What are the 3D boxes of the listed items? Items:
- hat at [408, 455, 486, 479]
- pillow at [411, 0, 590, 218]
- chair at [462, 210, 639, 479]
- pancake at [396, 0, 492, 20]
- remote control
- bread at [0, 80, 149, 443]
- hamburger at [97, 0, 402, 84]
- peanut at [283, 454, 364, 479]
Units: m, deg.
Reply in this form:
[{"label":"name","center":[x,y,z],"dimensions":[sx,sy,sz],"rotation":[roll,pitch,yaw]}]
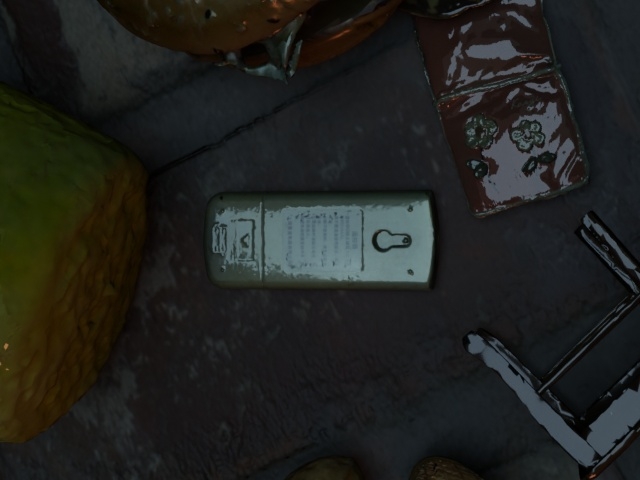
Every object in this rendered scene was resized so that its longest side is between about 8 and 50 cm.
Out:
[{"label":"hat","center":[0.156,0.254,1.031],"dimensions":[0.146,0.067,0.146],"rotation":[30,132,41]},{"label":"pillow","center":[0.165,-0.144,1.030],"dimensions":[0.126,0.043,0.233],"rotation":[-17,85,15]},{"label":"chair","center":[0.295,0.140,0.944],"dimensions":[0.186,0.160,0.319],"rotation":[-46,79,5]},{"label":"pancake","center":[0.122,-0.290,1.034],"dimensions":[0.190,0.020,0.184],"rotation":[1,75,21]},{"label":"remote control","center":[0.000,0.000,1.078],"dimensions":[0.233,0.038,0.098],"rotation":[0,91,14]},{"label":"bread","center":[-0.343,0.014,1.027],"dimensions":[0.307,0.348,0.348],"rotation":[24,97,6]},{"label":"hamburger","center":[-0.038,-0.300,0.986],"dimensions":[0.276,0.195,0.318],"rotation":[26,94,29]},{"label":"peanut","center":[-0.029,0.302,1.055],"dimensions":[0.095,0.108,0.226],"rotation":[35,97,3]}]
